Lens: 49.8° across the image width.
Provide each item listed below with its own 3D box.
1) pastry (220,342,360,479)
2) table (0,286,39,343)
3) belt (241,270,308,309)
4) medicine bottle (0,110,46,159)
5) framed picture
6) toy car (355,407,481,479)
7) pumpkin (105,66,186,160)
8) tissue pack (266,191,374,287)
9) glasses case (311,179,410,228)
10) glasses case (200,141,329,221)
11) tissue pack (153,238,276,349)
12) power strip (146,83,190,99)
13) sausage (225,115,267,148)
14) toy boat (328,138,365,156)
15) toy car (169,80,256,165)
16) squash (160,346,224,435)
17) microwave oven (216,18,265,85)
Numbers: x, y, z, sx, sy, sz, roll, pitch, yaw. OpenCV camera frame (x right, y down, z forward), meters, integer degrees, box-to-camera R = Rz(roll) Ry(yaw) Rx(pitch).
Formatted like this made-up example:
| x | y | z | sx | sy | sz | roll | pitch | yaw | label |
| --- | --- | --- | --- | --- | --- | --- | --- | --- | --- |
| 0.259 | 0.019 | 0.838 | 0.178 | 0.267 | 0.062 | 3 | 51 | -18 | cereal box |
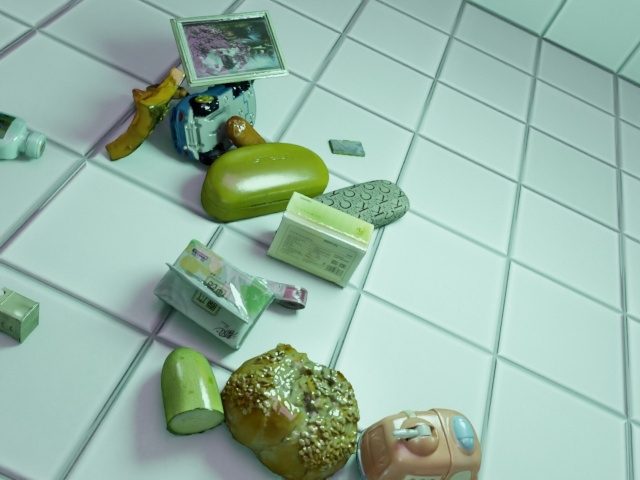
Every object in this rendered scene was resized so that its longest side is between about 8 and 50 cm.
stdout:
| x | y | z | sx | sy | sz | roll | pitch | yaw | label |
| --- | --- | --- | --- | --- | --- | --- | --- | --- | --- |
| -0.053 | 0.349 | 1.442 | 0.311 | 0.162 | 0.255 | 33 | 47 | 8 | pastry |
| -0.630 | 0.153 | 1.410 | 0.083 | 0.079 | 0.062 | 26 | 42 | 1 | table |
| -0.143 | 0.118 | 1.675 | 0.232 | 0.071 | 0.053 | 13 | 63 | -11 | belt |
| -0.805 | -0.266 | 1.710 | 0.229 | 0.083 | 0.121 | 16 | 46 | -10 | medicine bottle |
| -0.255 | -0.549 | 1.947 | 0.296 | 0.019 | 0.232 | -13 | 72 | -19 | framed picture |
| 0.218 | 0.443 | 1.442 | 0.271 | 0.212 | 0.180 | 5 | 48 | -21 | toy car |
| -0.459 | -0.362 | 1.854 | 0.095 | 0.258 | 0.290 | 36 | 43 | -23 | pumpkin |
| 0.000 | 0.000 | 1.786 | 0.234 | 0.159 | 0.125 | 23 | 44 | -4 | tissue pack |
| 0.107 | -0.092 | 1.973 | 0.355 | 0.085 | 0.137 | -17 | 58 | -36 | glasses case |
| -0.151 | -0.174 | 1.890 | 0.371 | 0.141 | 0.173 | -13 | 56 | -34 | glasses case |
| -0.238 | 0.116 | 1.546 | 0.229 | 0.145 | 0.159 | 34 | 78 | 5 | tissue pack |
| -0.442 | -0.432 | 2.008 | 0.178 | 0.028 | 0.049 | 16 | 34 | 37 | power strip |
| -0.206 | -0.283 | 1.928 | 0.076 | 0.197 | 0.076 | -6 | 70 | 17 | sausage |
| 0.086 | -0.295 | 2.200 | 0.115 | 0.016 | 0.063 | 2 | 50 | -22 | toy boat |
| -0.304 | -0.353 | 1.967 | 0.166 | 0.198 | 0.314 | 15 | 38 | 23 | toy car |
| -0.270 | 0.300 | 1.421 | 0.123 | 0.123 | 0.186 | 1 | 44 | -24 | squash |
| -0.272 | -0.569 | 2.111 | 0.194 | 0.145 | 0.240 | 24 | 3 | -6 | microwave oven |
